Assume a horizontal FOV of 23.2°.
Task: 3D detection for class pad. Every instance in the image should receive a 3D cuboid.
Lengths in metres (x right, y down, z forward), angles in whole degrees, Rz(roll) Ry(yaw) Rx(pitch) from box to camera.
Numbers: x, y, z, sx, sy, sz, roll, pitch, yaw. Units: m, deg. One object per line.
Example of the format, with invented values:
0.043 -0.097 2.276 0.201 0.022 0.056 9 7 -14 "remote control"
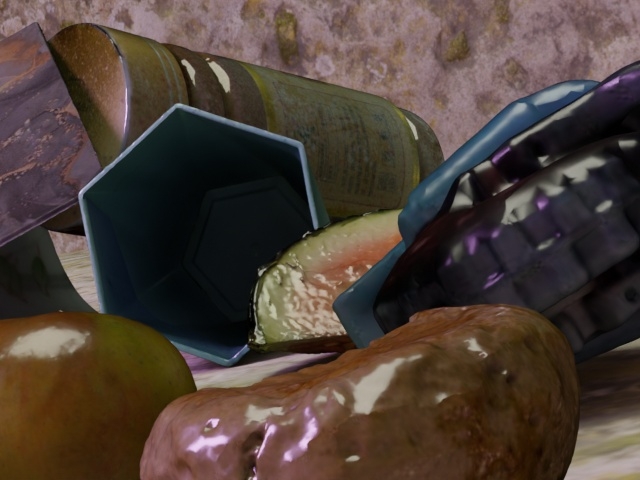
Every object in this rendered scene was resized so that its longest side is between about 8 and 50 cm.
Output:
-0.327 -0.009 1.042 0.368 0.007 0.247 -29 38 -3 "pad"

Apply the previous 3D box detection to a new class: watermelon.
0.064 0.026 0.812 0.245 0.063 0.119 -7 20 -22 "watermelon"

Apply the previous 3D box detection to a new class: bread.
0.018 0.053 0.376 0.113 0.060 0.082 -15 4 -30 "bread"

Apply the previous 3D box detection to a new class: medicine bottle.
-0.061 -0.061 1.205 0.322 0.151 0.151 9 -11 -41 "medicine bottle"

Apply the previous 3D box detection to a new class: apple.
-0.081 0.059 0.490 0.090 0.074 0.089 -10 1 0 "apple"

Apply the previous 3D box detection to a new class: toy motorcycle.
0.184 -0.049 0.678 0.416 0.172 0.232 -33 -2 -21 "toy motorcycle"

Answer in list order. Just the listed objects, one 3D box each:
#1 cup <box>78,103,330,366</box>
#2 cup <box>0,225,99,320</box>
-0.050 0.000 0.978 0.148 0.134 0.236 21 1 8 "cup"
-0.348 0.023 1.218 0.347 0.163 0.347 -9 2 0 "cup"
